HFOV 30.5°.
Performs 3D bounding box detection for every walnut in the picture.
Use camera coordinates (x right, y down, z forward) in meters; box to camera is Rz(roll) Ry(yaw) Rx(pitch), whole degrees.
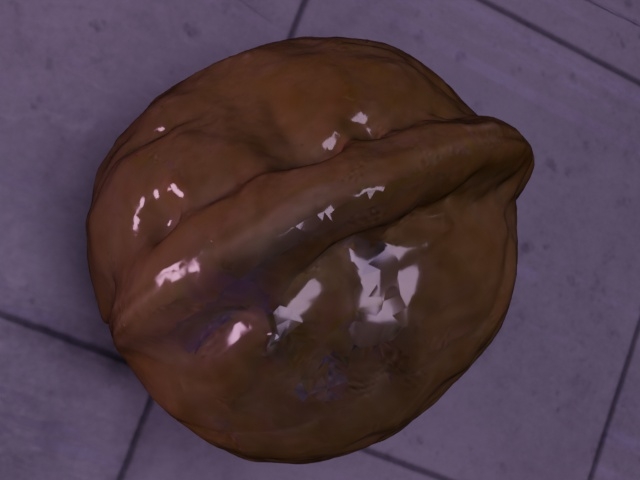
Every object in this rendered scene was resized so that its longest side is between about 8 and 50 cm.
[{"bbox_3d":[-0.015,-0.001,1.022,0.384,0.383,0.383,1,88,-20],"label":"walnut"}]
